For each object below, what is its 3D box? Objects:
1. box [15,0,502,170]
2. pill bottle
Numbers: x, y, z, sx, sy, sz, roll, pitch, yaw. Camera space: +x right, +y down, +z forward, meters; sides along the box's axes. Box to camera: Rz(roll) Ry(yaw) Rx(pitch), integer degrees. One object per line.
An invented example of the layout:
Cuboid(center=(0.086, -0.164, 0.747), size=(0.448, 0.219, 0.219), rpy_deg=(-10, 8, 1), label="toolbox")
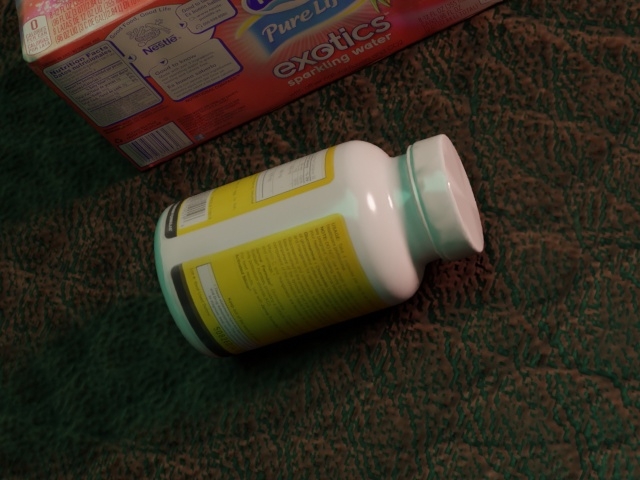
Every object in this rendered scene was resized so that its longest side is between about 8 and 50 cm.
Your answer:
Cuboid(center=(-0.044, -0.193, 0.877), size=(0.300, 0.154, 0.142), rpy_deg=(-24, 57, 13), label="box")
Cuboid(center=(0.000, 0.000, 0.787), size=(0.184, 0.103, 0.103), rpy_deg=(-18, 59, 16), label="pill bottle")
